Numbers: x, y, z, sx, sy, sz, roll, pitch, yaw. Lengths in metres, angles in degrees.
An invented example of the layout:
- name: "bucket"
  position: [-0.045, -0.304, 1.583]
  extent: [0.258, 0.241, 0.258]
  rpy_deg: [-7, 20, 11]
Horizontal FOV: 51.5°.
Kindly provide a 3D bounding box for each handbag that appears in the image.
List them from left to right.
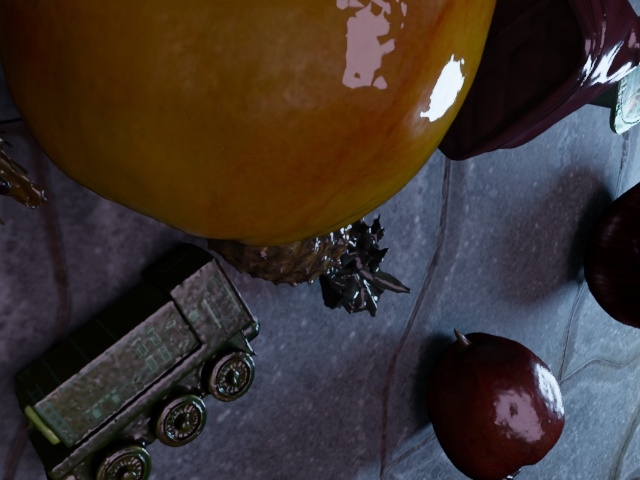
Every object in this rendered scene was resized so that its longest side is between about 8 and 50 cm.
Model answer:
- name: "handbag"
  position: [0.203, -0.184, 0.688]
  extent: [0.135, 0.225, 0.146]
  rpy_deg: [-14, 76, -38]

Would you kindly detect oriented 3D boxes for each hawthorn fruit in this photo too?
- name: "hawthorn fruit"
  position: [0.235, 0.215, 0.942]
  extent: [0.189, 0.189, 0.251]
  rpy_deg: [-34, 109, -28]

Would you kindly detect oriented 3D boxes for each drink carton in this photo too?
- name: "drink carton"
  position: [0.360, -0.237, 0.863]
  extent: [0.146, 0.142, 0.144]
  rpy_deg: [-27, 127, -32]

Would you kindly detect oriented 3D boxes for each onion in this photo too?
- name: "onion"
  position: [0.591, 0.024, 1.111]
  extent: [0.273, 0.285, 0.273]
  rpy_deg: [0, 92, -11]

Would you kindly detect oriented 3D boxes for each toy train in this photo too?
- name: "toy train"
  position: [-0.156, 0.115, 0.580]
  extent: [0.225, 0.090, 0.137]
  rpy_deg: [-40, 124, -23]

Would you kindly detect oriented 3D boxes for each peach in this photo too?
- name: "peach"
  position: [-0.034, -0.160, 0.420]
  extent: [0.289, 0.289, 0.308]
  rpy_deg: [7, 119, -45]

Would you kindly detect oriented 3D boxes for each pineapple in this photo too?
- name: "pineapple"
  position: [-0.001, 0.001, 0.654]
  extent: [0.248, 0.128, 0.128]
  rpy_deg: [32, 85, -51]

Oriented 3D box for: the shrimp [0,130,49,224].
- name: "shrimp"
  position: [-0.242, -0.125, 0.407]
  extent: [0.150, 0.068, 0.249]
  rpy_deg: [-39, 126, -31]
